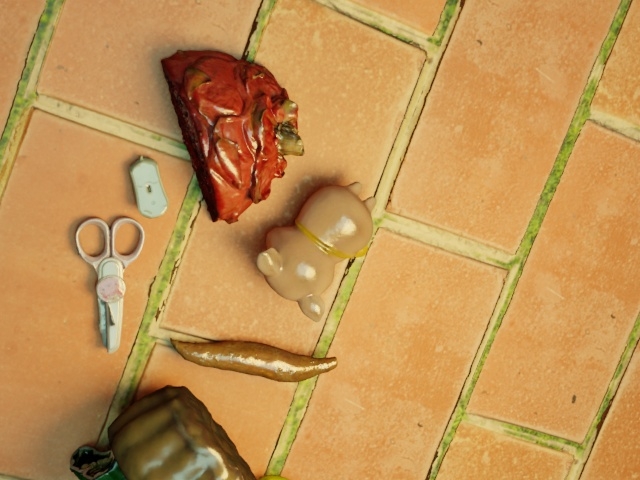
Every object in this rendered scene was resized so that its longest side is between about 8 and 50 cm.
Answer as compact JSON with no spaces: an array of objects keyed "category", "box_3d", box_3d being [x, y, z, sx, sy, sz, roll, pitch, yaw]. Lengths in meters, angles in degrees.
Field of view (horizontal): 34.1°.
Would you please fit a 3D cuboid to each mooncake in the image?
[{"category":"mooncake","box_3d":[-0.231,0.388,1.814,0.161,0.290,0.290,-36,112,-3]}]

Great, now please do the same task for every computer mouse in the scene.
[{"category":"computer mouse","box_3d":[-0.297,-0.093,1.797,0.056,0.032,0.110,-15,98,-15]}]

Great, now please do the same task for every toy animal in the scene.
[{"category":"toy animal","box_3d":[0.003,0.002,1.870,0.165,0.149,0.248,41,77,-8]}]

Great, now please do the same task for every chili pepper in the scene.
[{"category":"chili pepper","box_3d":[-0.335,0.483,1.893,0.270,0.136,0.099,54,40,-28]}]

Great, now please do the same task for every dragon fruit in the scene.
[{"category":"dragon fruit","box_3d":[-0.122,-0.184,1.768,0.205,0.152,0.317,-23,110,-13]}]

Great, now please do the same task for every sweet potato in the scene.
[{"category":"sweet potato","box_3d":[-0.124,0.216,1.922,0.314,0.072,0.066,12,97,-12]}]

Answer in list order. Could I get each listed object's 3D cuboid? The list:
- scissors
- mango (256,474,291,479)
[{"category":"scissors","box_3d":[-0.365,0.078,1.820,0.118,0.030,0.242,-3,101,-18]},{"category":"mango","box_3d":[-0.082,0.513,2.008,0.163,0.089,0.117,25,88,-35]}]
